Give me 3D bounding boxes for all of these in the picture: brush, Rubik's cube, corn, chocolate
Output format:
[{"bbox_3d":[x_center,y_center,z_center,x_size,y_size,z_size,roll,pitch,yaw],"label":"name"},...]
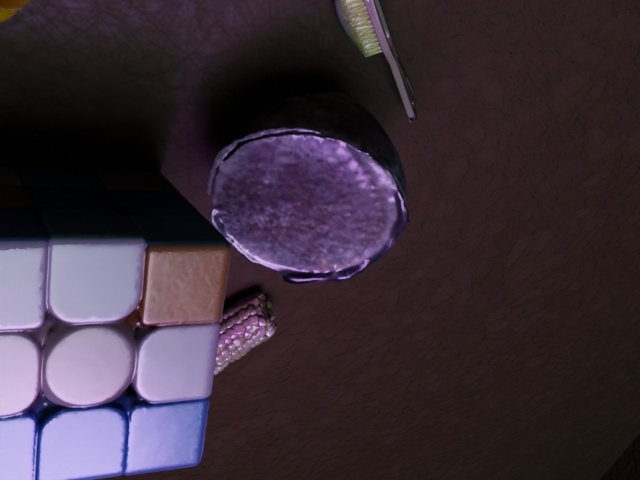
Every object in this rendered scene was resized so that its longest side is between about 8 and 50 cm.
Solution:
[{"bbox_3d":[0.087,-0.285,1.185,0.067,0.072,0.313,-9,148,18],"label":"brush"},{"bbox_3d":[-0.354,0.101,1.087,0.344,0.346,0.346,-1,109,-28],"label":"Rubik's cube"},{"bbox_3d":[-0.236,0.218,1.544,0.335,0.126,0.126,-31,140,2],"label":"corn"},{"bbox_3d":[-0.010,-0.109,1.206,0.303,0.213,0.303,6,134,6],"label":"chocolate"}]

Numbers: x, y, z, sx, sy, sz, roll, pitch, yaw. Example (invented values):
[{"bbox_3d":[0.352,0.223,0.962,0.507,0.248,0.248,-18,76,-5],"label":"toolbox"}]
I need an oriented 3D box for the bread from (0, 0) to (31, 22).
[{"bbox_3d":[-0.413,-0.349,0.780,0.333,0.160,0.333,-12,139,-11],"label":"bread"}]
